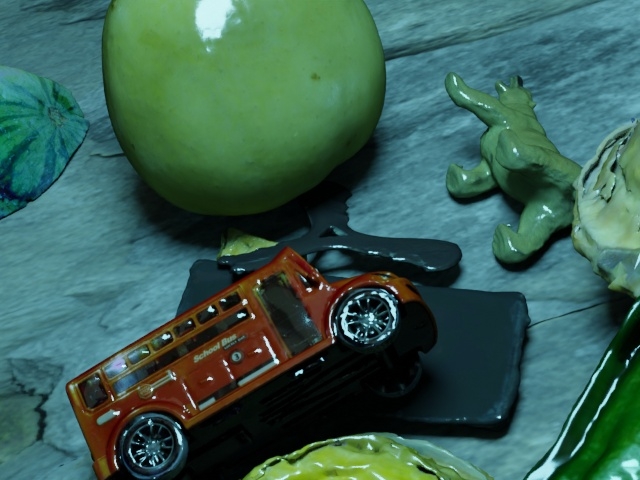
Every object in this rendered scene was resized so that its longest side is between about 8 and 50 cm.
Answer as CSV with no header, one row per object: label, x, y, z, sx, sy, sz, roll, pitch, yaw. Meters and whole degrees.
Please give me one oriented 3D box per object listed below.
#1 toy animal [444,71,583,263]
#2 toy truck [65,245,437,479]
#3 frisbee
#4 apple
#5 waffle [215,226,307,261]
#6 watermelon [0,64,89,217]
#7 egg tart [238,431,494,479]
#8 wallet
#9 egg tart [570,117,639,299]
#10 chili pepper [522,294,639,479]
toy animal,0.172,-0.075,1.180,0.101,0.103,0.219,-4,32,-18
toy truck,-0.046,0.090,0.960,0.252,0.107,0.114,-31,62,-2
frisbee,0.000,0.000,1.142,0.187,0.012,0.211,-19,31,-34
apple,-0.072,-0.150,1.217,0.262,0.262,0.262,-9,37,7
waffle,-0.087,0.048,1.151,0.097,0.023,0.153,15,47,36
watermelon,-0.342,-0.085,1.355,0.231,0.128,0.146,-18,55,-8
egg tart,0.005,0.214,0.839,0.290,0.107,0.291,-9,37,7
wallet,0.017,0.080,1.052,0.285,0.030,0.146,4,42,15
egg tart,0.344,-0.059,0.957,0.352,0.150,0.352,-10,32,6
chili pepper,0.201,0.190,0.737,0.213,0.167,0.385,5,58,38
